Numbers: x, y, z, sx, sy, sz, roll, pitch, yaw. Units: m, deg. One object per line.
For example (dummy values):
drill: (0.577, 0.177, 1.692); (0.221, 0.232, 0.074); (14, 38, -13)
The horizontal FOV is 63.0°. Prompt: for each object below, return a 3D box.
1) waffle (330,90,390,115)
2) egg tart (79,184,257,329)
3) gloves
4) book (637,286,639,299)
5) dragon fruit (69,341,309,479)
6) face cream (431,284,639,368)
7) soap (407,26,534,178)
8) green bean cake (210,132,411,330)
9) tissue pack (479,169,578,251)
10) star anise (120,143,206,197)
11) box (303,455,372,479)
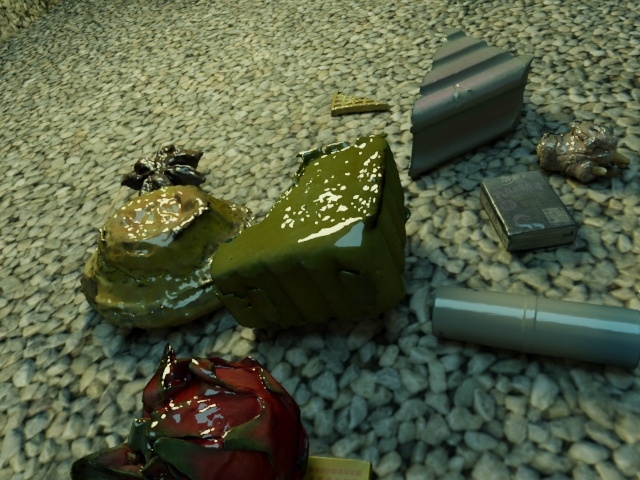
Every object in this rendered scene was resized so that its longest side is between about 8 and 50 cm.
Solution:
waffle: (0.101, -0.346, 1.290); (0.152, 0.023, 0.098); (-2, 44, 17)
egg tart: (-0.278, 0.003, 0.942); (0.351, 0.150, 0.352); (-7, 39, 6)
gloves: (0.466, -0.166, 0.936); (0.144, 0.094, 0.110); (-8, 30, 21)
book: (0.650, -0.071, 0.725); (0.299, 0.039, 0.428); (14, 66, 30)
dragon fruit: (-0.120, 0.225, 0.576); (0.192, 0.274, 0.193); (9, 80, 29)
face cream: (0.280, 0.111, 0.698); (0.249, 0.077, 0.077); (7, 46, 23)
soap: (0.243, -0.297, 1.090); (0.302, 0.159, 0.258); (-24, 46, -12)
green bean cake: (0.000, 0.000, 0.836); (0.284, 0.202, 0.310); (-10, 39, 25)
tissue pack: (0.344, -0.053, 0.878); (0.112, 0.051, 0.156); (-9, 42, 3)
star anise: (-0.347, -0.150, 1.179); (0.196, 0.073, 0.212); (-32, 47, -14)
box: (0.009, 0.326, 0.591); (0.086, 0.023, 0.155); (0, 44, 13)
